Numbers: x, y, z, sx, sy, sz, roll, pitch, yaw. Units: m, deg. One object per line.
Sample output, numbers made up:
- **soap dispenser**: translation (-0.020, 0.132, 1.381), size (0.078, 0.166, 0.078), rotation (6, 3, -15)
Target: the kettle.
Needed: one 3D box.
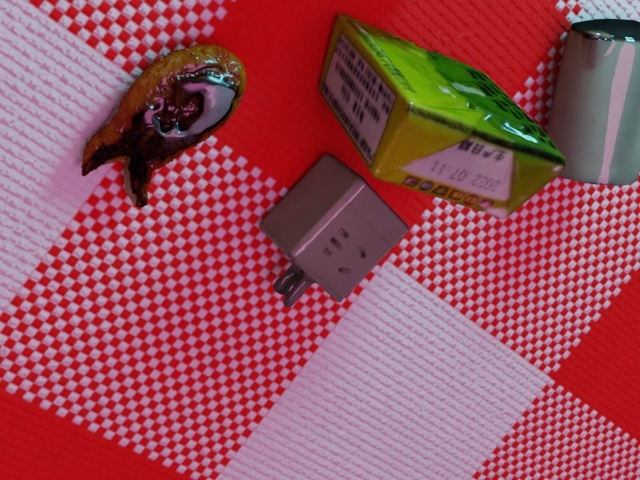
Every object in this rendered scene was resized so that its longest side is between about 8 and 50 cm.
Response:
- **kettle**: translation (0.480, -0.241, 1.832), size (0.240, 0.165, 0.255), rotation (-22, 122, -51)

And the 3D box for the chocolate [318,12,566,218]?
- **chocolate**: translation (0.162, -0.180, 1.609), size (0.289, 0.301, 0.137), rotation (16, 117, -30)

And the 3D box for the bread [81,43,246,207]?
- **bread**: translation (-0.222, -0.174, 1.547), size (0.269, 0.095, 0.139), rotation (-41, 123, 14)

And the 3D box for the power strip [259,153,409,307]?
- **power strip**: translation (0.000, 0.000, 1.702), size (0.224, 0.139, 0.140), rotation (-46, 126, 0)
